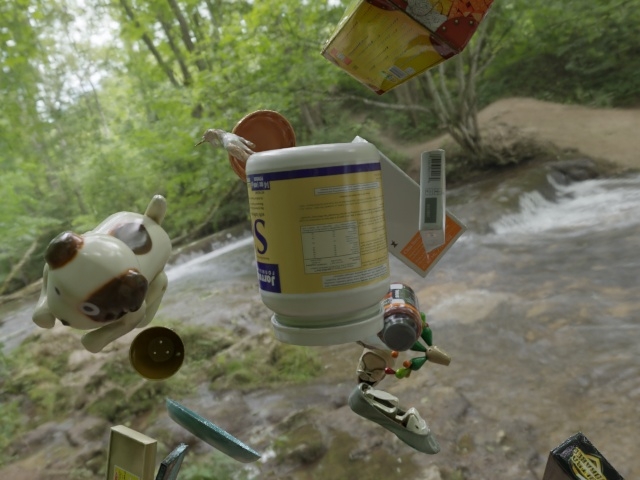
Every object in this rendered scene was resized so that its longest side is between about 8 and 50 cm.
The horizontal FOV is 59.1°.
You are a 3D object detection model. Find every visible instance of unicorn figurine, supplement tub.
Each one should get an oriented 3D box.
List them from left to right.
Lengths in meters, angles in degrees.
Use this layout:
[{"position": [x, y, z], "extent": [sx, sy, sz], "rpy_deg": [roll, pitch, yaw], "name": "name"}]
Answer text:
[{"position": [-0.194, -0.208, 1.233], "extent": [0.111, 0.060, 0.162], "rpy_deg": [24, -2, -28], "name": "unicorn figurine"}, {"position": [0.000, 0.000, 1.015], "extent": [0.241, 0.330, 0.241], "rpy_deg": [-5, 6, 1], "name": "supplement tub"}, {"position": [0.176, 0.176, 1.282], "extent": [0.106, 0.106, 0.198], "rpy_deg": [-22, 14, 11], "name": "supplement tub"}]

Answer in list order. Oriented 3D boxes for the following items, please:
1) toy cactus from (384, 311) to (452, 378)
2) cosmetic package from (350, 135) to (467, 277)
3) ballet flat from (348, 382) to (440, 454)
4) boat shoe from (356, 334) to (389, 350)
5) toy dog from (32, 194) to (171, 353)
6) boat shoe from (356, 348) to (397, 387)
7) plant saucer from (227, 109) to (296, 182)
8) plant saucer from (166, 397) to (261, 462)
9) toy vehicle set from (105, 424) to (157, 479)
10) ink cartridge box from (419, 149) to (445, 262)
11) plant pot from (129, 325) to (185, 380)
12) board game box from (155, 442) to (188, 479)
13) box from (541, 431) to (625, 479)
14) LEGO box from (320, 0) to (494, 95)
[{"position": [0.291, 0.325, 1.659], "extent": [0.112, 0.181, 0.218], "rpy_deg": [101, -165, -52], "name": "toy cactus"}, {"position": [0.230, -0.103, 1.828], "extent": [0.230, 0.453, 0.161], "rpy_deg": [-51, 24, 8], "name": "cosmetic package"}, {"position": [0.159, 0.361, 1.152], "extent": [0.068, 0.213, 0.072], "rpy_deg": [-64, -6, 20], "name": "ballet flat"}, {"position": [0.114, 0.245, 1.474], "extent": [0.070, 0.077, 0.219], "rpy_deg": [-13, -33, 27], "name": "boat shoe"}, {"position": [-0.489, 0.083, 1.337], "extent": [0.395, 0.284, 0.408], "rpy_deg": [-45, 8, 2], "name": "toy dog"}, {"position": [0.168, 0.407, 1.804], "extent": [0.098, 0.109, 0.302], "rpy_deg": [-54, -14, -24], "name": "boat shoe"}, {"position": [-0.156, -0.243, 1.480], "extent": [0.200, 0.199, 0.037], "rpy_deg": [-25, 31, -28], "name": "plant saucer"}, {"position": [-0.313, 0.548, 1.605], "extent": [0.043, 0.318, 0.318], "rpy_deg": [-58, 19, -19], "name": "plant saucer"}, {"position": [-0.515, 0.651, 1.515], "extent": [0.166, 0.266, 0.035], "rpy_deg": [5, -1, 37], "name": "toy vehicle set"}, {"position": [0.263, -0.070, 1.288], "extent": [0.066, 0.188, 0.232], "rpy_deg": [-2, -21, 19], "name": "ink cartridge box"}, {"position": [-0.410, 0.281, 1.434], "extent": [0.134, 0.134, 0.095], "rpy_deg": [-24, 0, -12], "name": "plant pot"}, {"position": [-0.461, 0.714, 1.685], "extent": [0.026, 0.186, 0.126], "rpy_deg": [23, 12, 10], "name": "board game box"}, {"position": [0.369, 0.361, 0.685], "extent": [0.051, 0.220, 0.175], "rpy_deg": [-31, -38, -8], "name": "box"}, {"position": [0.211, -0.537, 1.154], "extent": [0.372, 0.193, 0.500], "rpy_deg": [-59, 12, 0], "name": "LEGO box"}]
